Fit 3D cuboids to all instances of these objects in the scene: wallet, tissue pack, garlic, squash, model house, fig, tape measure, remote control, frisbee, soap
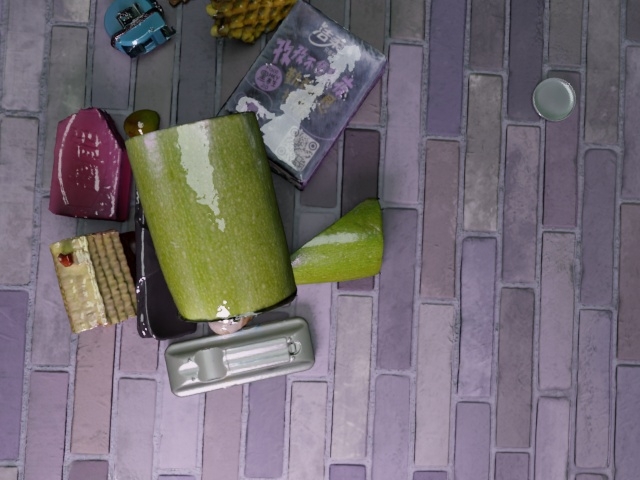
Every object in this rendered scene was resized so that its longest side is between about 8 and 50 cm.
[{"bbox_3d":[-0.332,0.023,1.195,0.051,0.197,0.378,-3,87,19],"label":"wallet"},{"bbox_3d":[-0.043,-0.333,1.262,0.259,0.122,0.361,33,84,-4],"label":"tissue pack"},{"bbox_3d":[-0.209,0.161,1.254,0.094,0.074,0.113,27,60,14],"label":"garlic"},{"bbox_3d":[-0.209,-0.043,1.092,0.263,0.263,0.384,-14,101,-4],"label":"squash"},{"bbox_3d":[-0.467,0.086,1.151,0.160,0.254,0.196,-14,90,2],"label":"model house"},{"bbox_3d":[-0.404,-0.267,1.257,0.074,0.074,0.088,40,64,-2],"label":"fig"},{"bbox_3d":[-0.423,-0.494,1.256,0.146,0.081,0.125,-35,80,-5],"label":"tape measure"},{"bbox_3d":[-0.183,0.267,1.258,0.335,0.065,0.128,-12,92,-4],"label":"remote control"},{"bbox_3d":[0.577,-0.348,1.354,0.110,0.014,0.110,0,89,-3],"label":"frisbee"},{"bbox_3d":[-0.512,-0.170,1.235,0.162,0.099,0.250,4,88,3],"label":"soap"},{"bbox_3d":[0.000,0.000,1.259,0.288,0.111,0.203,-2,87,-3],"label":"squash"}]

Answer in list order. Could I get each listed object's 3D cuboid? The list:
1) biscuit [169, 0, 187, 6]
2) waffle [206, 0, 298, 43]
[{"bbox_3d":[-0.326,-0.595,1.297,0.092,0.016,0.082,-7,84,-5],"label":"biscuit"},{"bbox_3d":[-0.114,-0.563,1.174,0.329,0.329,0.062,-42,77,-4],"label":"waffle"}]
